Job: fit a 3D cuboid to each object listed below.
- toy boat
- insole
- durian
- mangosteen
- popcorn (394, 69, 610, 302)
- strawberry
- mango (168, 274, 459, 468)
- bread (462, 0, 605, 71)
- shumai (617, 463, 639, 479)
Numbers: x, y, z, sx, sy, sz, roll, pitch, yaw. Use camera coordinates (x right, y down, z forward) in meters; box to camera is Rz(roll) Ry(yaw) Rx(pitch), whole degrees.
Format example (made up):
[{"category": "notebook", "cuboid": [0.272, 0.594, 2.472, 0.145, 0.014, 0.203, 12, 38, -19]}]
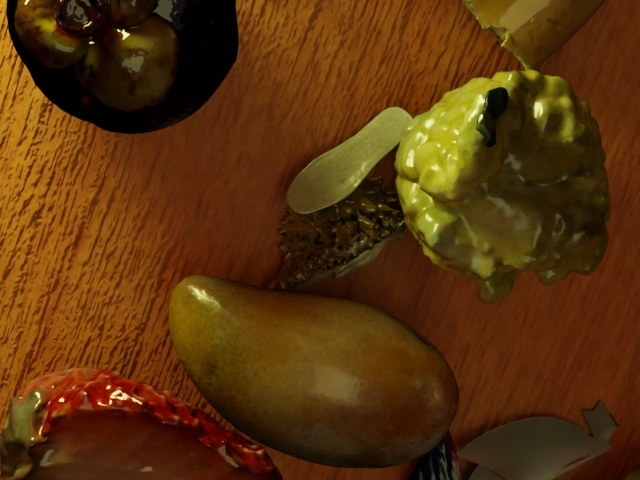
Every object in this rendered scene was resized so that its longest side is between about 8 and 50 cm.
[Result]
[{"category": "toy boat", "cuboid": [0.247, 0.305, 1.685, 0.318, 0.072, 0.219, -45, 112, -1]}, {"category": "insole", "cuboid": [0.038, -0.096, 1.524, 0.192, 0.010, 0.063, -41, 75, -14]}, {"category": "durian", "cuboid": [0.007, 0.007, 1.543, 0.224, 0.078, 0.140, -44, 108, 0]}, {"category": "mangosteen", "cuboid": [-0.208, -0.243, 1.324, 0.233, 0.287, 0.288, -8, 106, -16]}, {"category": "popcorn", "cuboid": [0.206, -0.063, 1.469, 0.293, 0.237, 0.293, 3, 86, -42]}, {"category": "strawberry", "cuboid": [-0.214, 0.263, 1.512, 0.336, 0.149, 0.265, 11, 118, -8]}, {"category": "mango", "cuboid": [-0.012, 0.157, 1.512, 0.384, 0.221, 0.199, 27, 63, -15]}, {"category": "bread", "cuboid": [0.268, -0.296, 1.514, 0.134, 0.085, 0.173, 41, 93, -18]}, {"category": "shumai", "cuboid": [0.412, 0.410, 1.645, 0.314, 0.267, 0.263, 5, 98, -9]}]
